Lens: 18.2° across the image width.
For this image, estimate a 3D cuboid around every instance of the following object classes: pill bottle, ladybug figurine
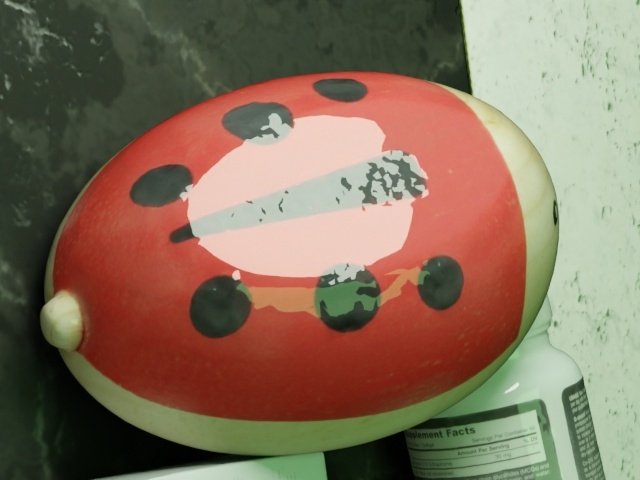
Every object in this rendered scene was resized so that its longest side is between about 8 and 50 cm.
[{"bbox_3d":[0.158,0.184,1.717,0.162,0.162,0.278,-15,94,-43],"label":"pill bottle"},{"bbox_3d":[0.000,0.000,1.531,0.449,0.162,0.305,-20,70,-28],"label":"ladybug figurine"}]

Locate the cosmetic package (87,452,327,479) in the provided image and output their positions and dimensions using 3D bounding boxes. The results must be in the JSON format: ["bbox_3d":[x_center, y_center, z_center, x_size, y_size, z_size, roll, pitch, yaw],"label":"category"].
[{"bbox_3d":[-0.107,0.208,1.483,0.231,0.117,0.085,0,82,-53],"label":"cosmetic package"}]
